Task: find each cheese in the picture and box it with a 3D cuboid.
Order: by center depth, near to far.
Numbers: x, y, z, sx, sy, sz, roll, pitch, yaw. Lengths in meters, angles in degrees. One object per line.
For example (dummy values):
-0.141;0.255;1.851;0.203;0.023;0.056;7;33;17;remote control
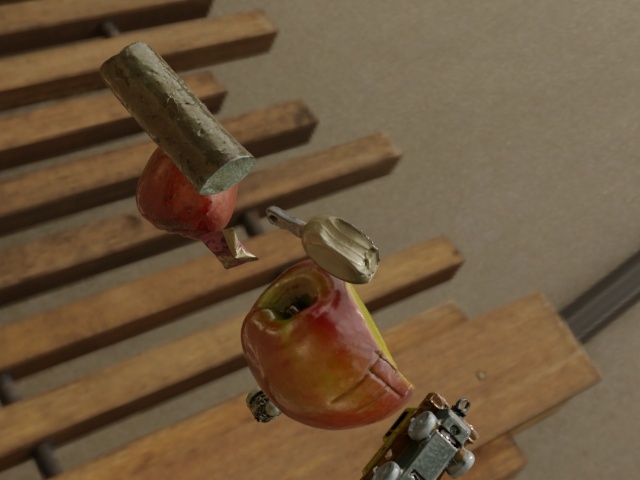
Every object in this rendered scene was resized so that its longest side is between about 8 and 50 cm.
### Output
0.002;-0.003;1.520;0.171;0.047;0.092;36;-27;5;cheese

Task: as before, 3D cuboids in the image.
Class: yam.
-0.205;-0.173;1.605;0.259;0.093;0.093;48;-41;18;yam

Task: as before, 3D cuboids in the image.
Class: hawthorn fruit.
-0.228;-0.106;1.998;0.179;0.179;0.200;27;-69;43;hawthorn fruit

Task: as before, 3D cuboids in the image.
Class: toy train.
0.112;0.284;1.446;0.089;0.219;0.127;44;-19;-10;toy train

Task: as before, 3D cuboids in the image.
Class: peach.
0.014;0.175;1.763;0.245;0.248;0.274;-26;-58;31;peach

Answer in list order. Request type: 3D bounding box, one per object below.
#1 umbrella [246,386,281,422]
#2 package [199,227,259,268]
-0.096;0.287;2.001;0.143;0.067;0.062;176;-84;-74;umbrella
-0.137;0.013;1.718;0.059;0.029;0.083;-16;-47;24;package
